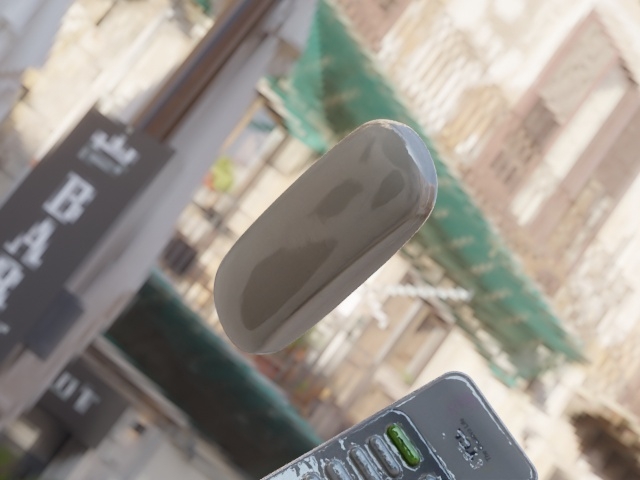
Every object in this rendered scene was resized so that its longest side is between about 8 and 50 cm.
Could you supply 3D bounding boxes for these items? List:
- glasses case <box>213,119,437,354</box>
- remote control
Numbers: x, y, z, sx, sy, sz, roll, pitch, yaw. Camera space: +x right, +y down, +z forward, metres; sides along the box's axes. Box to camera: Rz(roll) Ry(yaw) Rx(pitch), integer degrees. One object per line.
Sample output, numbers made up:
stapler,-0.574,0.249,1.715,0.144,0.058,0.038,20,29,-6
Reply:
glasses case,0.000,0.000,1.185,0.051,0.204,0.081,3,54,-48
remote control,0.014,0.181,1.137,0.103,0.250,0.034,56,-15,23
